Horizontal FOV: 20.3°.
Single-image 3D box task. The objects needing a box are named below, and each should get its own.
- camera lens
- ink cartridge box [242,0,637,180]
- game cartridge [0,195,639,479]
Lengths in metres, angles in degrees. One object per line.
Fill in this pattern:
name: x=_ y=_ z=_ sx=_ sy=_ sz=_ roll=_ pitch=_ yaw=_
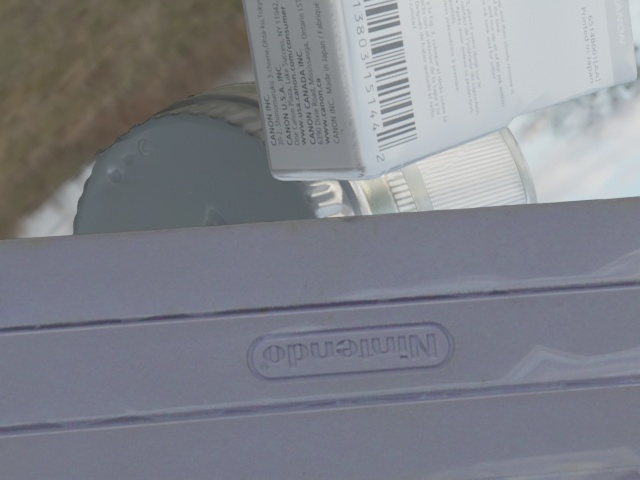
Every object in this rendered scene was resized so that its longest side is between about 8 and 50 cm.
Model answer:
camera lens: x=0.000 y=0.000 z=1.172 sx=0.219 sy=0.219 sz=0.274 roll=-43 pitch=166 yaw=31
ink cartridge box: x=0.056 y=-0.201 z=0.923 sx=0.066 sy=0.296 sz=0.261 roll=1 pitch=-166 yaw=40
game cartridge: x=0.014 y=0.105 z=0.666 sx=0.355 sy=0.230 sz=0.068 roll=-3 pitch=170 yaw=-8
